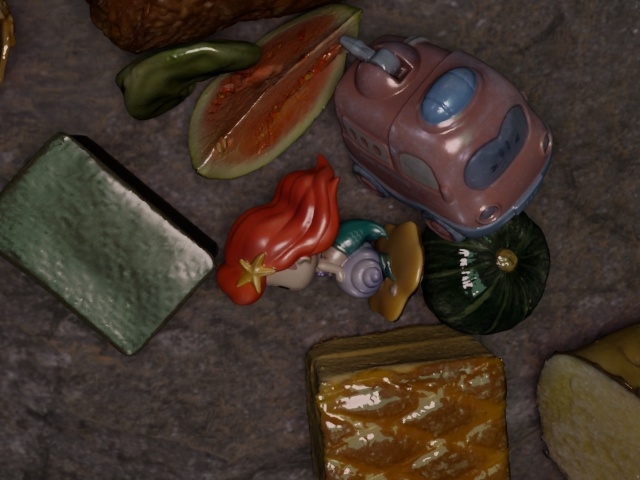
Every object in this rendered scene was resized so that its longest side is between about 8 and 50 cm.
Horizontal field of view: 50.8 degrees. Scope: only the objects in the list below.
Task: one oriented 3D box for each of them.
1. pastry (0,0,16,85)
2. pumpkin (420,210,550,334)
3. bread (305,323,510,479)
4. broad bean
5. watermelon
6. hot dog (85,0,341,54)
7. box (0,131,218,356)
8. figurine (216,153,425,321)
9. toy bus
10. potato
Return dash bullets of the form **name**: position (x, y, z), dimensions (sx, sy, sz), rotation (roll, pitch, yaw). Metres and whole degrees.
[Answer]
- **pastry**: position (-0.489, -0.310, 0.770), dimensions (0.184, 0.285, 0.315), rotation (-41, 141, 10)
- **pumpkin**: position (0.240, 0.036, 1.009), dimensions (0.211, 0.152, 0.212), rotation (5, 73, -18)
- **bread**: position (0.120, 0.288, 1.001), dimensions (0.278, 0.207, 0.279), rotation (-9, 101, -5)
- **broad bean**: position (-0.183, -0.229, 0.900), dimensions (0.206, 0.153, 0.072), rotation (-20, 100, 25)
- **watermelon**: position (-0.060, -0.189, 0.943), dimensions (0.303, 0.159, 0.128), rotation (-45, 125, -7)
- **hot dog**: position (-0.110, -0.361, 0.854), dimensions (0.387, 0.267, 0.174), rotation (-17, 118, -7)
- **box**: position (-0.296, 0.003, 0.931), dimensions (0.273, 0.143, 0.184), rotation (41, 91, -11)
- **figurine**: position (-0.004, 0.002, 0.942), dimensions (0.256, 0.181, 0.208), rotation (13, 127, -21)
- **toy bus**: position (0.148, -0.153, 0.888), dimensions (0.197, 0.294, 0.232), rotation (-49, 146, -5)
- **potato**: position (0.522, 0.268, 1.051), dimensions (0.237, 0.301, 0.289), rotation (-19, 143, -31)
